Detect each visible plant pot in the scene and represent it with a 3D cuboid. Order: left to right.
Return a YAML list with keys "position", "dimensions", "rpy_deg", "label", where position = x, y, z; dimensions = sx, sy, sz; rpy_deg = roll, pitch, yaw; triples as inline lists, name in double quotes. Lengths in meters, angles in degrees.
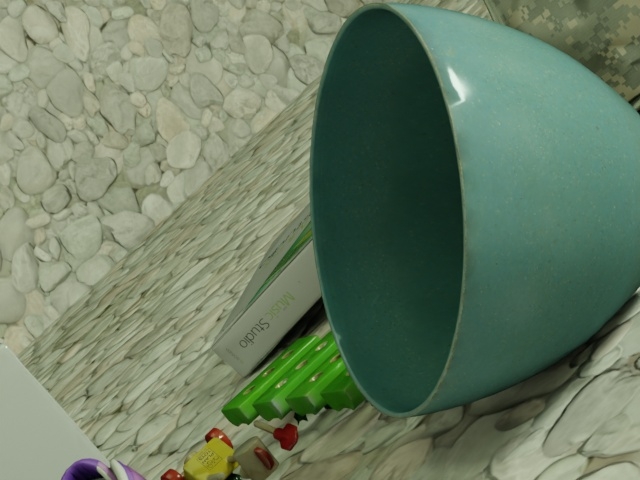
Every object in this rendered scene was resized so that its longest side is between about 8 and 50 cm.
- position: [0.131, -0.027, 1.267]
  dimensions: [0.195, 0.290, 0.290]
  rpy_deg: [-4, -1, -19]
  label: "plant pot"

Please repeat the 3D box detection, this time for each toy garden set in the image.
- position: [-0.019, 0.154, 1.534]
  dimensions: [0.204, 0.049, 0.244]
  rpy_deg: [-42, 11, -26]
  label: "toy garden set"

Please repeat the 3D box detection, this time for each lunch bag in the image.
- position: [0.218, -0.261, 1.570]
  dimensions: [0.169, 0.287, 0.235]
  rpy_deg: [-36, 9, 21]
  label: "lunch bag"

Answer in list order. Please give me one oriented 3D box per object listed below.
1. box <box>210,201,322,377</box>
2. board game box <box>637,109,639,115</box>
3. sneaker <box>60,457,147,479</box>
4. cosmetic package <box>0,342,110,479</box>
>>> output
- position: [0.000, 0.000, 1.995]
  dimensions: [0.232, 0.058, 0.322]
  rpy_deg: [-47, 7, 22]
  label: "box"
- position: [0.331, -0.164, 1.688]
  dimensions: [0.208, 0.056, 0.347]
  rpy_deg: [-36, 9, -8]
  label: "board game box"
- position: [-0.123, 0.210, 1.328]
  dimensions: [0.102, 0.161, 0.282]
  rpy_deg: [-40, 9, 1]
  label: "sneaker"
- position: [-0.253, 0.211, 1.572]
  dimensions: [0.117, 0.231, 0.085]
  rpy_deg: [-41, 10, -13]
  label: "cosmetic package"
